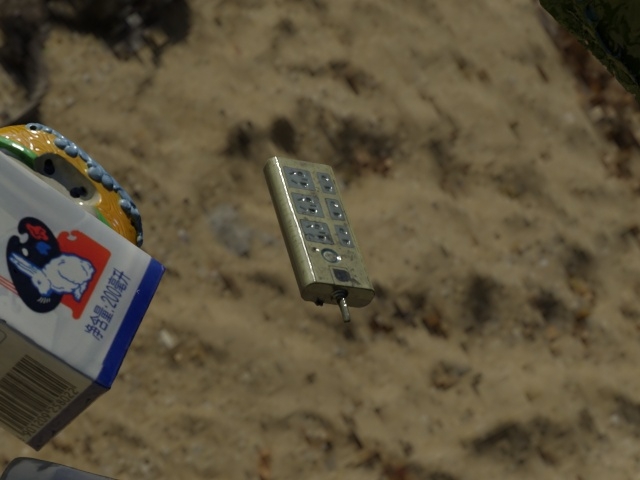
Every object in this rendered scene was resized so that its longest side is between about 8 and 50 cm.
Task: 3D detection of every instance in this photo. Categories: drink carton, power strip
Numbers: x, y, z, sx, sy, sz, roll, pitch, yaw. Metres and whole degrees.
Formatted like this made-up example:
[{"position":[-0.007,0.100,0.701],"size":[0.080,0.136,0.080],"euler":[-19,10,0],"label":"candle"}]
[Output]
[{"position":[-0.272,-0.005,1.151],"size":[0.315,0.106,0.130],"euler":[35,42,-15],"label":"drink carton"},{"position":[0.000,0.000,2.052],"size":[0.092,0.034,0.268],"euler":[9,41,-27],"label":"power strip"}]

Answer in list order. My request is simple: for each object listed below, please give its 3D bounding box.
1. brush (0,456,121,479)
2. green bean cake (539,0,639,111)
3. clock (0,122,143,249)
[{"position":[-0.045,0.171,0.936],"size":[0.050,0.321,0.060],"euler":[63,42,-57],"label":"brush"},{"position":[0.302,-0.224,1.437],"size":[0.214,0.200,0.113],"euler":[47,25,14],"label":"green bean cake"},{"position":[-0.250,-0.011,1.547],"size":[0.231,0.103,0.144],"euler":[40,53,6],"label":"clock"}]
